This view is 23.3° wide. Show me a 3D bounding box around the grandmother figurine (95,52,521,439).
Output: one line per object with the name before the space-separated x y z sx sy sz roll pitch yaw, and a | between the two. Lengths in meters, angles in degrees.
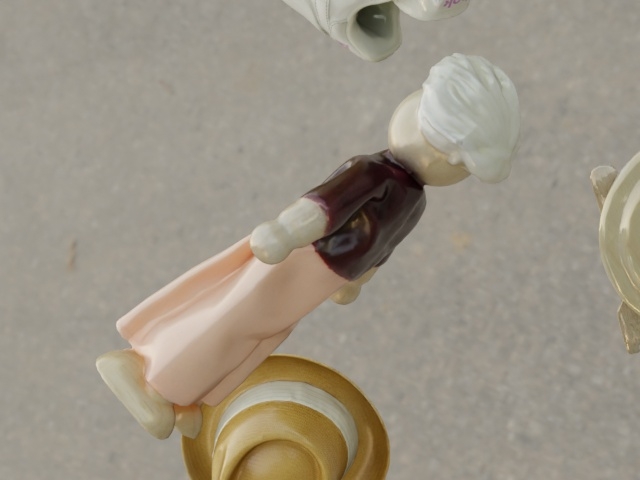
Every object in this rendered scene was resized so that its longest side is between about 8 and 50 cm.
grandmother figurine | 0.000 0.000 1.080 0.342 0.208 0.104 -41 84 7

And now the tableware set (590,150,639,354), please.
tableware set | 0.169 0.004 0.437 0.168 0.141 0.020 -30 13 16

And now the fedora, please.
fedora | -0.037 0.192 1.331 0.194 0.194 0.079 -43 9 27

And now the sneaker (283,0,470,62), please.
sneaker | 0.061 -0.220 0.874 0.114 0.152 0.305 -37 -9 -35
